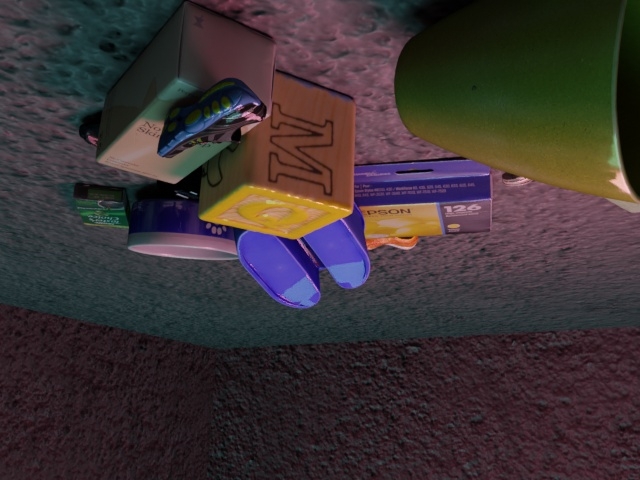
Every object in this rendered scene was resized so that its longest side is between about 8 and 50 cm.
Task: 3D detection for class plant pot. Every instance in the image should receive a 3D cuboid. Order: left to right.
[{"bbox_3d":[0.246,-0.189,0.769,0.293,0.275,0.274,7,170,41],"label":"plant pot"}]

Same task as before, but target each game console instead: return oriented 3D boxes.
[{"bbox_3d":[-0.279,-0.155,1.236,0.213,0.044,0.361,-11,160,34],"label":"game console"}]

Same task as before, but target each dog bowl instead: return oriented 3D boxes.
[{"bbox_3d":[-0.310,-0.021,1.498,0.264,0.104,0.265,3,172,0],"label":"dog bowl"}]

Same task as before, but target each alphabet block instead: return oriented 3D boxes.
[{"bbox_3d":[-0.069,-0.130,1.035,0.193,0.197,0.192,12,160,-28],"label":"alphabet block"}]

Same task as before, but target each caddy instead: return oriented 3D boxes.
[{"bbox_3d":[-0.042,-0.022,1.307,0.241,0.179,0.341,-23,135,13],"label":"caddy"}]

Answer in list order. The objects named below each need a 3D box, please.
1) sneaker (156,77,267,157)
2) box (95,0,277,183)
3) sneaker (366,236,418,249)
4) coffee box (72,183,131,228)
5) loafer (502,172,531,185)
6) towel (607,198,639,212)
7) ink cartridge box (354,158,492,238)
[{"bbox_3d":[-0.143,-0.141,0.815,0.188,0.067,0.078,-17,147,39],"label":"sneaker"},{"bbox_3d":[-0.207,-0.200,0.948,0.148,0.121,0.311,15,158,-32],"label":"box"},{"bbox_3d":[0.161,-0.016,1.636,0.175,0.064,0.067,-3,143,-2],"label":"sneaker"},{"bbox_3d":[-0.508,-0.077,1.508,0.113,0.041,0.184,5,162,-12],"label":"coffee box"},{"bbox_3d":[0.407,-0.140,1.228,0.125,0.045,0.039,-14,141,24],"label":"loafer"},{"bbox_3d":[0.706,-0.130,1.235,0.247,0.038,0.324,17,159,-37],"label":"towel"},{"bbox_3d":[0.216,-0.080,1.388,0.303,0.072,0.307,-2,165,15],"label":"ink cartridge box"}]
